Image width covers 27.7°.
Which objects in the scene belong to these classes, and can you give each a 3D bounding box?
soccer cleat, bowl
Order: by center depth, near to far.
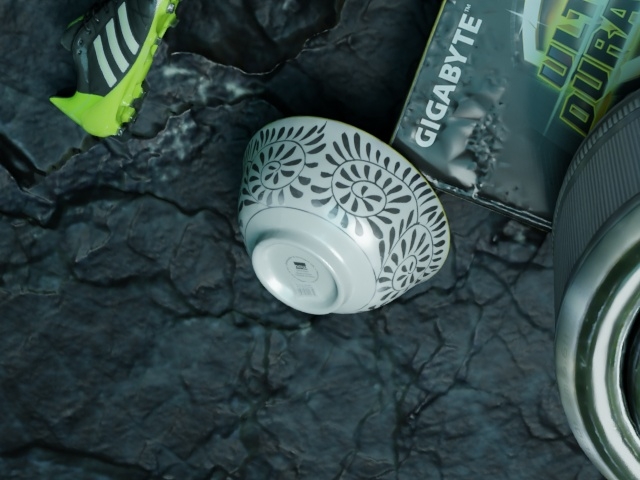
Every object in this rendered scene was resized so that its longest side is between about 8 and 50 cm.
[{"bbox_3d":[0.000,0.000,0.938,0.170,0.080,0.170,21,142,18],"label":"bowl"},{"bbox_3d":[-0.147,-0.158,0.956,0.072,0.060,0.179,29,116,0],"label":"soccer cleat"}]

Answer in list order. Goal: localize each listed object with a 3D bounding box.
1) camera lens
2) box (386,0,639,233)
[{"bbox_3d":[0.247,0.023,0.758,0.219,0.274,0.220,3,112,8],"label":"camera lens"},{"bbox_3d":[0.214,-0.155,0.884,0.257,0.079,0.322,21,113,0],"label":"box"}]
